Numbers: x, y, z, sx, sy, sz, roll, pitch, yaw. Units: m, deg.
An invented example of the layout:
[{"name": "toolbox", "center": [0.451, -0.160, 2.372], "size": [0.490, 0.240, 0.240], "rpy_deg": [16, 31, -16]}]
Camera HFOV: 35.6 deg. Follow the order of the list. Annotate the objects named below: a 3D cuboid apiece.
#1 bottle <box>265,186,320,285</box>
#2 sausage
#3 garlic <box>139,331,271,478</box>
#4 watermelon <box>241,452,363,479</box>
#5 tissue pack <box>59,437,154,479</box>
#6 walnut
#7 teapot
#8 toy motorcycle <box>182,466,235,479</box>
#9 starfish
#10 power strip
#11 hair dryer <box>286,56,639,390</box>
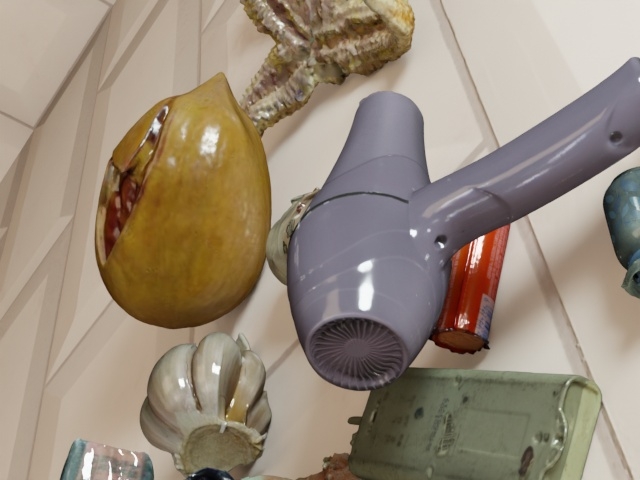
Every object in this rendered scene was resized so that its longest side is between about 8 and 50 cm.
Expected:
[{"name": "bottle", "center": [-0.001, 0.001, 0.959], "size": [0.152, 0.099, 0.099], "rpy_deg": [-12, 54, 63]}, {"name": "sausage", "center": [0.119, 0.014, 0.770], "size": [0.048, 0.050, 0.145], "rpy_deg": [72, -149, -63]}, {"name": "garlic", "center": [-0.102, 0.142, 0.998], "size": [0.131, 0.127, 0.194], "rpy_deg": [-50, 8, 32]}, {"name": "watermelon", "center": [-0.006, 0.221, 0.778], "size": [0.080, 0.101, 0.155], "rpy_deg": [-42, 40, 16]}, {"name": "tissue pack", "center": [-0.234, 0.376, 0.946], "size": [0.228, 0.103, 0.316], "rpy_deg": [107, 174, -57]}, {"name": "walnut", "center": [-0.147, -0.046, 1.142], "size": [0.203, 0.203, 0.298], "rpy_deg": [18, 92, 65]}, {"name": "teapot", "center": [0.213, -0.004, 0.620], "size": [0.049, 0.063, 0.083], "rpy_deg": [97, 174, -49]}, {"name": "toy motorcycle", "center": [-0.104, 0.286, 0.841], "size": [0.307, 0.108, 0.173], "rpy_deg": [169, 119, -73]}, {"name": "starfish", "center": [-0.039, -0.258, 1.138], "size": [0.132, 0.384, 0.398], "rpy_deg": [-31, 13, -35]}, {"name": "power strip", "center": [0.090, 0.137, 0.714], "size": [0.268, 0.034, 0.092], "rpy_deg": [-10, 57, 60]}, {"name": "hair dryer", "center": [0.136, -0.068, 0.708], "size": [0.361, 0.121, 0.301], "rpy_deg": [-29, 28, 28]}]
